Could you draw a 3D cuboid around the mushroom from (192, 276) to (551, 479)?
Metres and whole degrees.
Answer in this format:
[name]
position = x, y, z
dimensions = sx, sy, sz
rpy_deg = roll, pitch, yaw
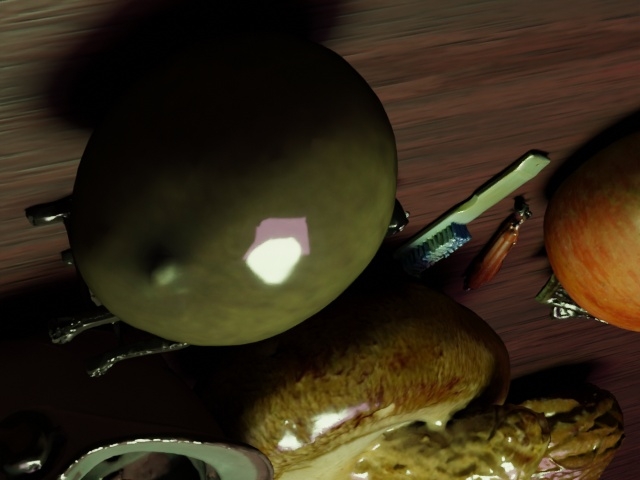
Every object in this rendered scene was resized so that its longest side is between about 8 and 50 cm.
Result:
[mushroom]
position = 0.023, 0.156, 1.459
dimensions = 0.345, 0.239, 0.345
rpy_deg = -1, 140, -1

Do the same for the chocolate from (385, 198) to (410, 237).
[chocolate]
position = -0.002, -0.001, 1.274
dimensions = 0.147, 0.070, 0.072
rpy_deg = -38, 144, 12

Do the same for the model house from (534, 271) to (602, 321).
[model house]
position = 0.286, 0.046, 1.550
dimensions = 0.152, 0.106, 0.165
rpy_deg = -13, 152, -25

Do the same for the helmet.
[helmet]
position = -0.223, 0.177, 1.282
dimensions = 0.338, 0.197, 0.271
rpy_deg = -31, 149, 11

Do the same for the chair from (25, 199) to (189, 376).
[chair]
position = -0.087, 0.001, 1.129
dimensions = 0.229, 0.113, 0.106
rpy_deg = -19, 159, 2

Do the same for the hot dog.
[hot dog]
position = 0.246, 0.310, 2.036
dimensions = 0.267, 0.174, 0.387
rpy_deg = -11, 146, -29

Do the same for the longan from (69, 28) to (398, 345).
[longan]
position = -0.053, -0.033, 0.976
dimensions = 0.220, 0.197, 0.196
rpy_deg = -41, 151, 24

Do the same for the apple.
[apple]
position = 0.305, -0.008, 1.373
dimensions = 0.209, 0.164, 0.209
rpy_deg = -20, 160, -8

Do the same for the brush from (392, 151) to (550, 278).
[brush]
position = 0.134, -0.021, 1.373
dimensions = 0.033, 0.030, 0.178
rpy_deg = 16, 138, -41

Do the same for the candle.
[candle]
position = 0.171, 0.005, 1.469
dimensions = 0.026, 0.021, 0.167
rpy_deg = 6, 152, -11
